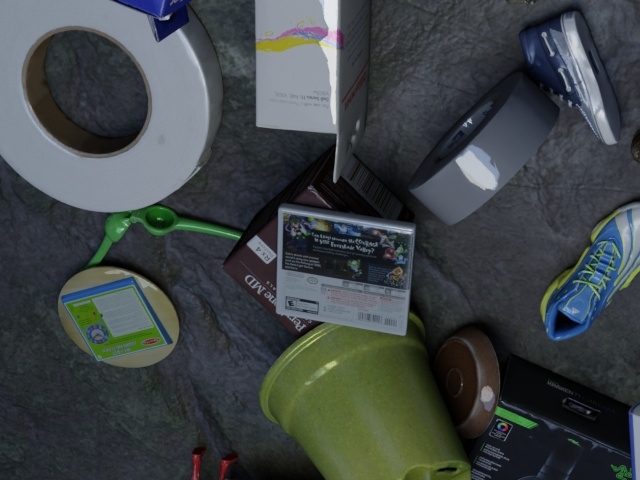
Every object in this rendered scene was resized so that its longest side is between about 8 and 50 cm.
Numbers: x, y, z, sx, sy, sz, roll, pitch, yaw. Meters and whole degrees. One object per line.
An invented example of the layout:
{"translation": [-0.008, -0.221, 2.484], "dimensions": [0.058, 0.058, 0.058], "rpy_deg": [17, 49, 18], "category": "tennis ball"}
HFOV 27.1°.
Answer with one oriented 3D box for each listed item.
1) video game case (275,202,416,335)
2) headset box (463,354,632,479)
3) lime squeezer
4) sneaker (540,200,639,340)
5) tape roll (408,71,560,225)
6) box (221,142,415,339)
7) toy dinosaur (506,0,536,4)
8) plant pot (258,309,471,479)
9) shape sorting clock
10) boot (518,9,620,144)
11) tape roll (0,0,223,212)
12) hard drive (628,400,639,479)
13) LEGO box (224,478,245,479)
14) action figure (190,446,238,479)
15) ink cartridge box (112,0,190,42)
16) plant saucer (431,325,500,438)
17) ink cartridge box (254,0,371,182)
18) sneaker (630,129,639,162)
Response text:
{"translation": [0.033, 0.040, 1.834], "dimensions": [0.190, 0.022, 0.173], "rpy_deg": [9, 121, 12], "category": "video game case"}
{"translation": [0.347, 0.344, 2.030], "dimensions": [0.246, 0.131, 0.283], "rpy_deg": [25, 121, 3], "category": "headset box"}
{"translation": [-0.268, -0.006, 2.077], "dimensions": [0.310, 0.059, 0.110], "rpy_deg": [-12, 112, 21], "category": "lime squeezer"}
{"translation": [0.395, 0.057, 1.866], "dimensions": [0.091, 0.126, 0.240], "rpy_deg": [32, 122, -1], "category": "sneaker"}
{"translation": [0.216, -0.123, 1.771], "dimensions": [0.072, 0.219, 0.219], "rpy_deg": [42, 121, -7], "category": "tape roll"}
{"translation": [0.000, 0.000, 1.932], "dimensions": [0.168, 0.167, 0.203], "rpy_deg": [43, 120, -9], "category": "box"}
{"translation": [0.347, -0.393, 1.685], "dimensions": [0.268, 0.064, 0.118], "rpy_deg": [-20, 116, 23], "category": "toy dinosaur"}
{"translation": [0.085, 0.278, 1.933], "dimensions": [0.276, 0.276, 0.254], "rpy_deg": [-55, 48, 31], "category": "plant pot"}
{"translation": [-0.330, 0.125, 2.173], "dimensions": [0.206, 0.040, 0.206], "rpy_deg": [7, 122, 11], "category": "shape sorting clock"}
{"translation": [0.336, -0.210, 1.785], "dimensions": [0.086, 0.069, 0.190], "rpy_deg": [-15, 104, 31], "category": "boot"}
{"translation": [-0.333, -0.228, 1.971], "dimensions": [0.392, 0.072, 0.392], "rpy_deg": [7, 119, 13], "category": "tape roll"}
{"translation": [0.531, 0.340, 1.936], "dimensions": [0.040, 0.210, 0.318], "rpy_deg": [20, 128, 45], "category": "hard drive"}
{"translation": [0.085, 0.584, 2.108], "dimensions": [0.500, 0.193, 0.372], "rpy_deg": [0, 131, 29], "category": "LEGO box"}
{"translation": [-0.186, 0.496, 2.309], "dimensions": [0.091, 0.139, 0.280], "rpy_deg": [10, 97, 15], "category": "action figure"}
{"translation": [-0.180, -0.457, 1.686], "dimensions": [0.151, 0.270, 0.395], "rpy_deg": [25, 122, 9], "category": "ink cartridge box"}
{"translation": [0.211, 0.212, 1.989], "dimensions": [0.029, 0.168, 0.168], "rpy_deg": [5, 126, -27], "category": "plant saucer"}
{"translation": [-0.008, -0.277, 1.765], "dimensions": [0.119, 0.207, 0.353], "rpy_deg": [7, 118, 12], "category": "ink cartridge box"}
{"translation": [0.509, -0.102, 1.779], "dimensions": [0.188, 0.071, 0.066], "rpy_deg": [11, 119, 12], "category": "sneaker"}
